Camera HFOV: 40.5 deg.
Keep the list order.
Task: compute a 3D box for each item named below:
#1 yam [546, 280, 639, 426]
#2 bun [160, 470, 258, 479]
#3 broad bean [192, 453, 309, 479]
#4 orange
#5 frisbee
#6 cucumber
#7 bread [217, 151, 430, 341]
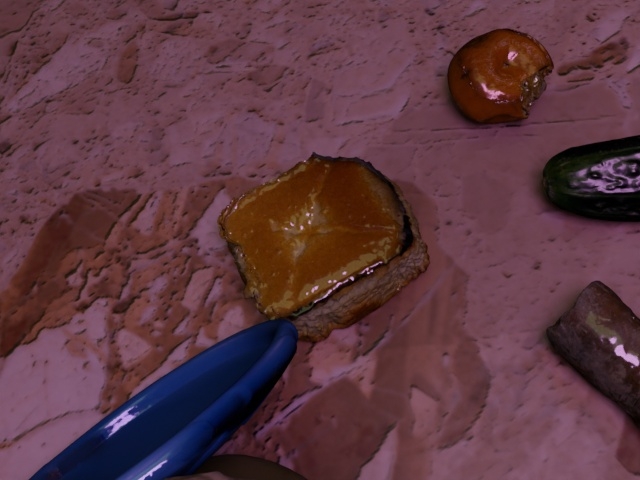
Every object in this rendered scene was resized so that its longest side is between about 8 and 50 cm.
[{"bbox_3d":[0.252,0.132,0.555,0.061,0.061,0.253,-36,65,-11],"label":"yam"},{"bbox_3d":[-0.006,0.280,0.360,0.349,0.227,0.352,-5,96,-24],"label":"bun"},{"bbox_3d":[-0.100,0.243,0.531,0.263,0.121,0.189,-31,57,-25],"label":"broad bean"},{"bbox_3d":[0.143,-0.131,0.706,0.086,0.062,0.086,3,68,-8],"label":"orange"},{"bbox_3d":[-0.108,0.131,0.531,0.242,0.242,0.045,-36,97,-11],"label":"frisbee"},{"bbox_3d":[0.287,-0.052,0.639,0.242,0.074,0.074,-8,62,6],"label":"cucumber"},{"bbox_3d":[0.000,0.000,0.654,0.140,0.069,0.128,-32,62,-5],"label":"bread"}]
